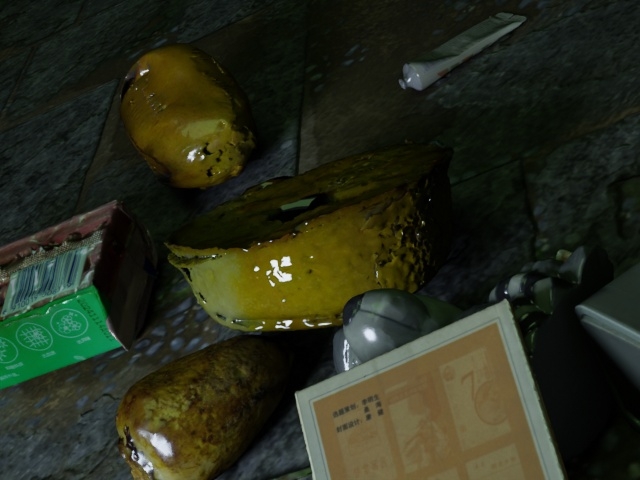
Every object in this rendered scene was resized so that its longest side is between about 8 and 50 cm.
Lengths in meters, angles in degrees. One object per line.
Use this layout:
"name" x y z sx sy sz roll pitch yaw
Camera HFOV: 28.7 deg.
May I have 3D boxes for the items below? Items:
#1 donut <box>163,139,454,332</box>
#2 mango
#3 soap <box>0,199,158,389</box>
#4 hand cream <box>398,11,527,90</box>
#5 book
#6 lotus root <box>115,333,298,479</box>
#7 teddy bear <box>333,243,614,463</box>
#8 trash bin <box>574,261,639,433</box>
"donut" 0.000 0.000 1.123 0.272 0.107 0.272 -17 14 4
"mango" -0.152 -0.147 1.479 0.151 0.156 0.249 -2 22 -24
"soap" -0.312 0.070 1.346 0.273 0.098 0.217 -21 31 18
"hand cream" 0.158 -0.218 1.425 0.165 0.037 0.057 -32 29 -16
"book" 0.079 0.176 0.784 0.170 0.018 0.241 -26 59 23
"lotus root" -0.089 0.132 1.063 0.108 0.094 0.191 38 61 24
"teddy bear" 0.086 0.101 0.900 0.251 0.144 0.171 -12 49 35
"trash bin" 0.314 0.039 0.807 0.240 0.122 0.164 -37 29 -13
